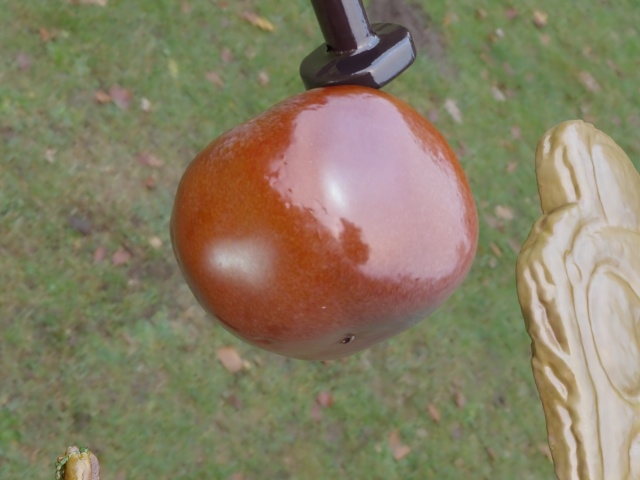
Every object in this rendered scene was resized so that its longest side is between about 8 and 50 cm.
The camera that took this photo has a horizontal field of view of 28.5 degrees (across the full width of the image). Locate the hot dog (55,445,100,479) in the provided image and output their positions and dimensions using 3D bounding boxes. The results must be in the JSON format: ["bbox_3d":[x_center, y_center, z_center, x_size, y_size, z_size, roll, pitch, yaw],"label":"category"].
[{"bbox_3d":[-0.316,0.361,1.632,0.072,0.055,0.188,50,40,-83],"label":"hot dog"}]

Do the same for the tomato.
[{"bbox_3d":[0.000,0.000,1.379,0.341,0.341,0.273,1,55,-50],"label":"tomato"}]

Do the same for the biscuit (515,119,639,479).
[{"bbox_3d":[0.229,0.089,0.936,0.269,0.051,0.376,16,63,-52],"label":"biscuit"}]

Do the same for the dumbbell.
[{"bbox_3d":[0.013,-0.278,1.399,0.140,0.124,0.225,-40,124,-27],"label":"dumbbell"}]
